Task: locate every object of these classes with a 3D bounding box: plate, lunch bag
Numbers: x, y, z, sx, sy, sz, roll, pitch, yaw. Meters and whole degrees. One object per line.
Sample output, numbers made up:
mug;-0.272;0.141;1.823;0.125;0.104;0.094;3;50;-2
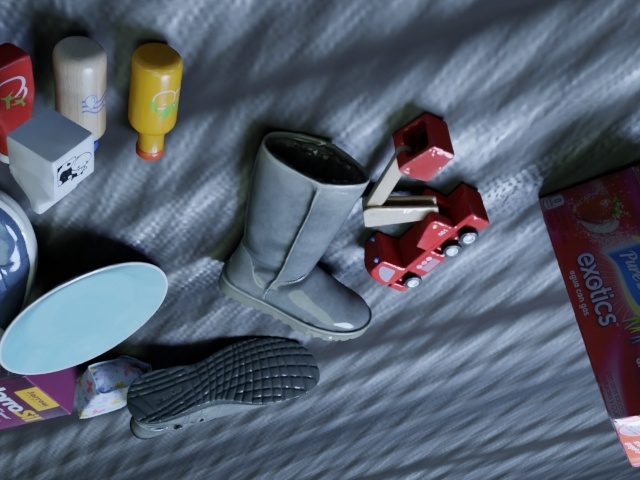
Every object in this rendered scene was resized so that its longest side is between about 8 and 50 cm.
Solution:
plate;-0.252;0.078;0.769;0.188;0.024;0.188;-31;157;-15
lunch bag;-0.264;0.183;0.918;0.083;0.053;0.071;-5;148;-44

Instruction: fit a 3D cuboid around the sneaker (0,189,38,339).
sneaker;-0.379;0.109;0.684;0.131;0.148;0.350;25;114;-14

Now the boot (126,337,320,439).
boot;-0.132;0.198;0.951;0.247;0.083;0.161;-9;159;-13

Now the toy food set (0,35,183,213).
toy food set;-0.209;-0.068;0.536;0.111;0.232;0.104;29;138;9

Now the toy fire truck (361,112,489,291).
toy fire truck;0.090;-0.027;0.721;0.135;0.047;0.192;22;134;-29

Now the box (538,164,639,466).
box;0.313;0.067;0.701;0.123;0.256;0.128;-19;139;18

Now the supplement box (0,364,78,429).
supplement box;-0.401;0.170;0.861;0.188;0.080;0.104;-14;140;8

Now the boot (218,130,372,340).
boot;0.001;0.002;0.720;0.190;0.076;0.208;18;129;-14
